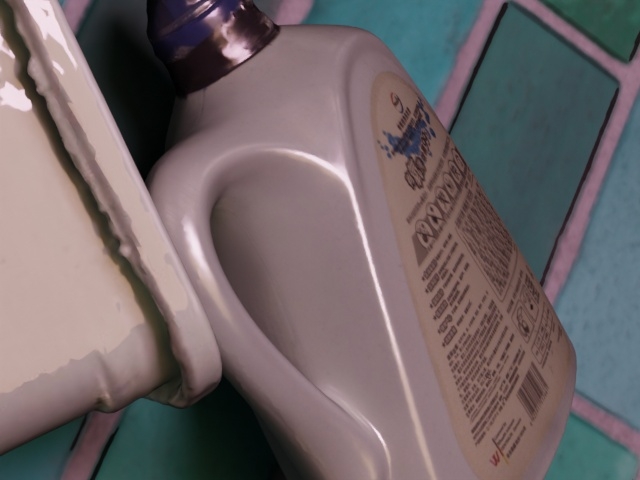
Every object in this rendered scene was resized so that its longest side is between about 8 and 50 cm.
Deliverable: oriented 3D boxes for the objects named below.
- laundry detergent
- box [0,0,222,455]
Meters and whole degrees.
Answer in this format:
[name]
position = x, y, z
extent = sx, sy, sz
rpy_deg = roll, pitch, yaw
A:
[laundry detergent]
position = 0.000, 0.000, 0.882
extent = 0.280, 0.105, 0.215
rpy_deg = 57, 33, -19
[box]
position = -0.197, -0.040, 0.771
extent = 0.182, 0.175, 0.312
rpy_deg = -29, 101, -21
